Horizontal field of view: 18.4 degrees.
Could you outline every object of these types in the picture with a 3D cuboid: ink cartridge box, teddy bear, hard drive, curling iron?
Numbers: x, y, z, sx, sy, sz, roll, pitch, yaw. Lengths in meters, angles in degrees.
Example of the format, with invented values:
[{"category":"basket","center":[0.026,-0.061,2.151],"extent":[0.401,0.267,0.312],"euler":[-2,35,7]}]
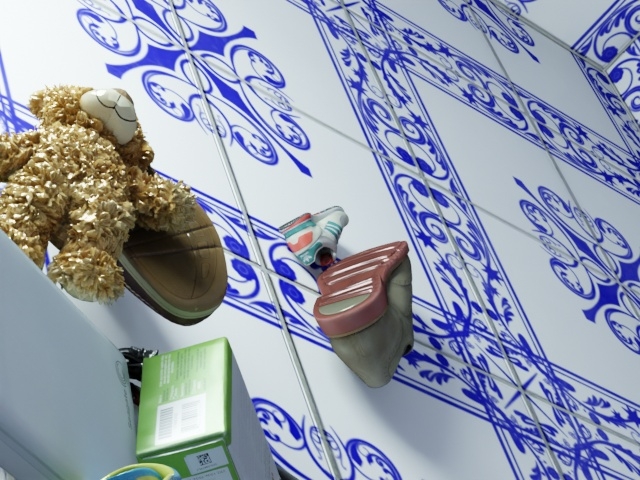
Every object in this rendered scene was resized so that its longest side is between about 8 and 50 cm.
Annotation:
[{"category":"ink cartridge box","center":[-0.102,0.260,2.046],"extent":[0.189,0.097,0.255],"euler":[-94,167,-62]},{"category":"teddy bear","center":[-0.261,-0.062,2.128],"extent":[0.245,0.113,0.338],"euler":[25,39,12]},{"category":"hard drive","center":[-0.258,0.130,1.822],"extent":[0.353,0.047,0.233],"euler":[55,18,-55]},{"category":"curling iron","center":[-0.122,0.204,2.143],"extent":[0.274,0.068,0.035],"euler":[40,42,-18]}]

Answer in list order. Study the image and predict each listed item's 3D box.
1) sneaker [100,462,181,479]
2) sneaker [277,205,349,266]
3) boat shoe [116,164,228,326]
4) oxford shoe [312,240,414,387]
[{"category":"sneaker","center":[-0.147,0.321,1.701],"extent":[0.319,0.127,0.208],"euler":[-117,-171,-55]},{"category":"sneaker","center":[0.000,0.000,2.724],"extent":[0.075,0.057,0.161],"euler":[64,24,6]},{"category":"boat shoe","center":[-0.218,-0.003,2.260],"extent":[0.123,0.123,0.342],"euler":[-16,47,-33]},{"category":"oxford shoe","center":[0.068,0.096,2.621],"extent":[0.348,0.123,0.130],"euler":[-57,125,-68]}]
